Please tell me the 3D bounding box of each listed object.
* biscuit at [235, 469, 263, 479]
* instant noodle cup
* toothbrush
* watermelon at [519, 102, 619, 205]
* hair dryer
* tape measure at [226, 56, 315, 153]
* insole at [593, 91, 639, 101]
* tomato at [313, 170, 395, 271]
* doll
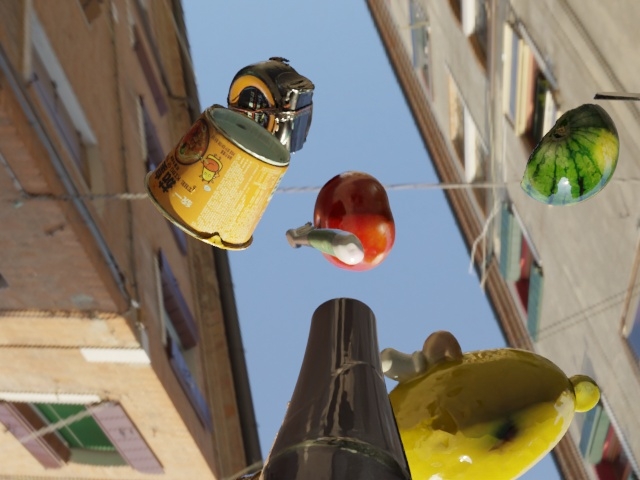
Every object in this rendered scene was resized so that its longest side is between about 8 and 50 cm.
[{"bbox_3d":[-0.103,0.382,0.944,0.326,0.107,0.326,-41,-161,17],"label":"biscuit"},{"bbox_3d":[-0.163,-0.114,1.458,0.172,0.215,0.216,-53,-129,20],"label":"instant noodle cup"},{"bbox_3d":[0.000,0.000,0.586,0.024,0.257,0.018,-25,-85,-6],"label":"toothbrush"},{"bbox_3d":[0.478,-0.141,1.608,0.204,0.232,0.127,-36,-119,-10],"label":"watermelon"},{"bbox_3d":[-0.062,0.237,0.751,0.361,0.121,0.301,-44,-158,28],"label":"hair dryer"},{"bbox_3d":[-0.110,-0.309,1.978,0.223,0.202,0.135,34,-140,31],"label":"tape measure"},{"bbox_3d":[0.518,-0.188,1.184,0.110,0.012,0.309,-15,-159,-41],"label":"insole"},{"bbox_3d":[0.059,-0.036,1.648,0.136,0.195,0.195,-7,-132,-19],"label":"tomato"},{"bbox_3d":[0.154,0.295,1.216,0.423,0.348,0.161,17,-173,-12],"label":"doll"}]
